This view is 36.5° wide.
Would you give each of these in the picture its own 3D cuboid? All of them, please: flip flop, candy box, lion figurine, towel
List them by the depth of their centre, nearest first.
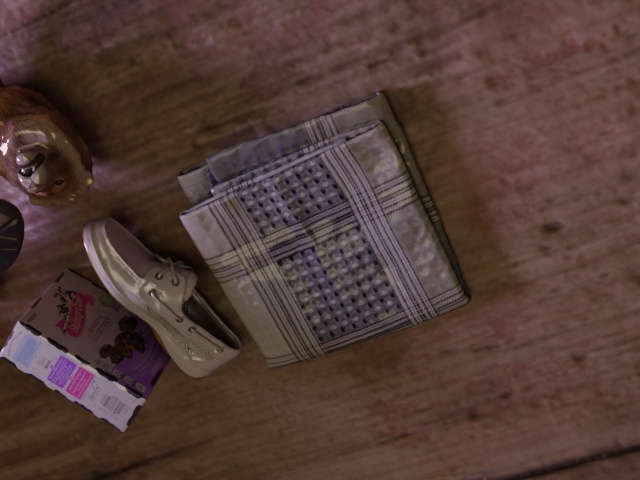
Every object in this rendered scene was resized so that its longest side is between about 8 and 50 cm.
[{"bbox_3d":[0.000,0.000,1.265,0.312,0.056,0.324,-20,109,19],"label":"towel"},{"bbox_3d":[-0.492,-0.129,1.267,0.392,0.142,0.240,-7,129,29],"label":"lion figurine"},{"bbox_3d":[-0.465,0.008,1.316,0.112,0.080,0.277,19,147,-15],"label":"flip flop"},{"bbox_3d":[-0.310,0.146,1.329,0.196,0.165,0.070,32,116,-6],"label":"candy box"}]

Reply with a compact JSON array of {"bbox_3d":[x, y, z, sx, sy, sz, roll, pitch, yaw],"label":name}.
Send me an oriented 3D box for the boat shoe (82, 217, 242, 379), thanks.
[{"bbox_3d":[-0.206,0.065,1.315,0.096,0.098,0.277,-28,116,21],"label":"boat shoe"}]
